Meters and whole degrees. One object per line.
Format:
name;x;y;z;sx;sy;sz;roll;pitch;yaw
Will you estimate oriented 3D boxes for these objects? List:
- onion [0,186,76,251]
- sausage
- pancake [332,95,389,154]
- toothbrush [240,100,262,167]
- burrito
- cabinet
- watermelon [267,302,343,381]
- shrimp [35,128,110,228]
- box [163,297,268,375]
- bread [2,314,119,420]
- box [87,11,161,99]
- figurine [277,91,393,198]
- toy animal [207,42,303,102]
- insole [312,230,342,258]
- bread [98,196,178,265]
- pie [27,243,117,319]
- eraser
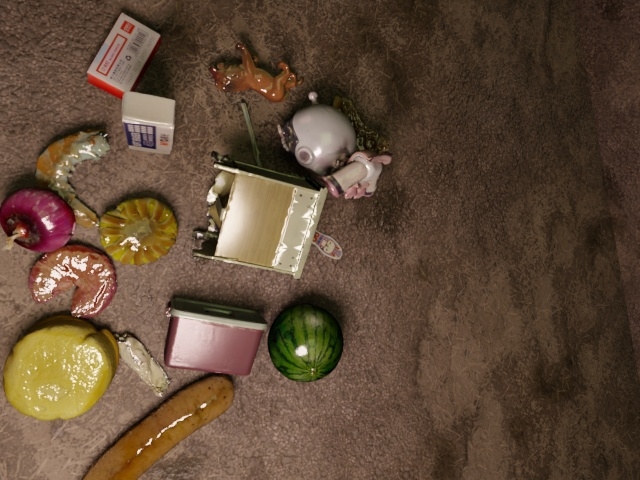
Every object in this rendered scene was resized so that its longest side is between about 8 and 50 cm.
onion;-0.737;-0.053;1.093;0.178;0.153;0.177;0;96;-3
sausage;-0.470;0.560;1.196;0.501;0.123;0.136;-36;129;-19
pancake;0.149;-0.383;1.518;0.245;0.057;0.265;3;89;-20
toothbrush;-0.219;-0.318;1.388;0.028;0.026;0.293;-22;96;-40
burrito;-0.522;0.355;1.220;0.063;0.058;0.229;-39;99;-14
cabinet;-0.193;-0.078;1.242;0.319;0.227;0.289;12;105;-19
watermelon;-0.045;0.318;1.312;0.243;0.242;0.241;1;87;-22
shrimp;-0.689;-0.175;1.173;0.186;0.068;0.286;-1;90;-20
box;-0.318;0.285;1.236;0.295;0.193;0.167;14;88;-21
bread;-0.682;0.336;1.107;0.270;0.148;0.269;0;92;-14
box;-0.580;-0.542;1.243;0.123;0.050;0.229;25;79;-17
figurine;0.046;-0.292;1.347;0.361;0.253;0.211;45;107;25
toy animal;-0.207;-0.528;1.379;0.313;0.097;0.157;17;94;-22
insole;0.000;0.000;1.471;0.197;0.004;0.065;36;75;-17
bread;-0.519;-0.025;1.208;0.214;0.105;0.213;-2;95;-30
pie;-0.685;0.112;1.167;0.219;0.054;0.204;18;81;-20
eraser;-0.469;-0.314;1.153;0.124;0.279;0.081;4;85;-21
